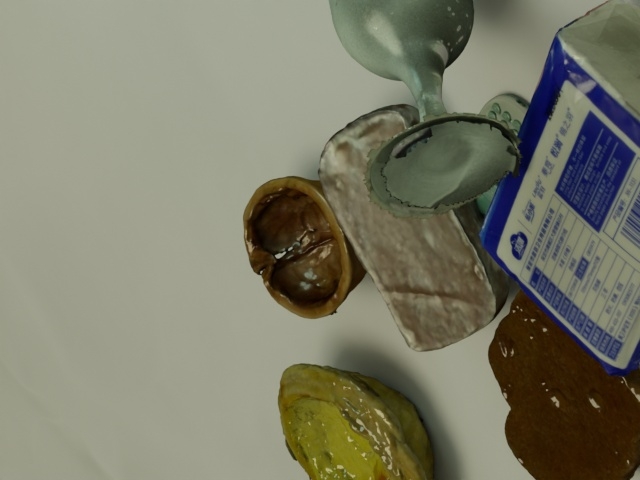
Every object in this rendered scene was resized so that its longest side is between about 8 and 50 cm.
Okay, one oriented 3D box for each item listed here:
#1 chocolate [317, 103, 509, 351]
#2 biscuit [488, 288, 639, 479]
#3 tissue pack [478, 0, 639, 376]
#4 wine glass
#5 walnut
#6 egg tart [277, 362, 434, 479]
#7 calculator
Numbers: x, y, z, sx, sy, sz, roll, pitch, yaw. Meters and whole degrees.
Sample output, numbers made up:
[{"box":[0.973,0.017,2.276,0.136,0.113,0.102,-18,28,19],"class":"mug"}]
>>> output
[{"box":[0.110,-0.021,1.907,0.157,0.080,0.254,-30,88,47],"class":"chocolate"},{"box":[0.257,0.148,1.851,0.208,0.041,0.290,44,144,28],"class":"biscuit"},{"box":[0.269,-0.044,1.597,0.209,0.137,0.269,47,144,28],"class":"tissue pack"},{"box":[0.084,-0.176,1.656,0.143,0.143,0.321,105,161,-49],"class":"wine glass"},{"box":[0.003,-0.001,2.077,0.211,0.087,0.167,-16,93,57],"class":"walnut"},{"box":[0.054,0.254,2.201,0.279,0.095,0.279,40,148,31],"class":"egg tart"},{"box":[0.183,-0.077,1.806,0.095,0.021,0.153,43,144,31],"class":"calculator"}]
